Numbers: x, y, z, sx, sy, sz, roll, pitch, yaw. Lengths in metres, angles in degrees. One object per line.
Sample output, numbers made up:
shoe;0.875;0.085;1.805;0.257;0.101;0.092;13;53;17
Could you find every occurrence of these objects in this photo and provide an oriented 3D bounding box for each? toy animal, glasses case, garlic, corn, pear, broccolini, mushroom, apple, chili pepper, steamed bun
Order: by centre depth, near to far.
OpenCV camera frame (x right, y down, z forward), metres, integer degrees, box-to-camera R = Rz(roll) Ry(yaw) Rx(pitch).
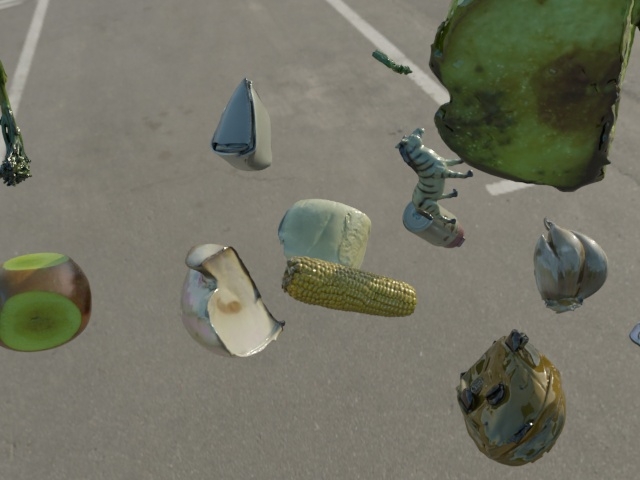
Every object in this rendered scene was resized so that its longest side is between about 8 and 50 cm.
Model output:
pear;0.215;-0.216;0.592;0.164;0.238;0.255;12;57;23
apple;-0.437;0.099;0.978;0.147;0.146;0.163;-7;18;-41
broccolini;-0.533;-0.203;1.063;0.062;0.271;0.123;-14;42;-21
glasses case;-0.135;-0.191;1.121;0.083;0.128;0.308;4;1;0
chili pepper;0.132;-0.326;1.180;0.083;0.022;0.027;34;19;12
mushroom;-0.217;0.138;1.226;0.173;0.236;0.162;-10;33;31
toy animal;0.243;-0.138;1.428;0.176;0.216;0.073;3;34;-8
corn;0.064;0.111;1.433;0.305;0.106;0.106;14;37;-6
garlic;0.731;0.075;1.914;0.238;0.291;0.210;6;-5;-10
steamed bun;0.000;0.000;2.134;0.273;0.272;0.290;-19;55;49

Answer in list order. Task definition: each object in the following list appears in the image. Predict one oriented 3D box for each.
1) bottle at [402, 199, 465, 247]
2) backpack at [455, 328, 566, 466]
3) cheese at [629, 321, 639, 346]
bottle;0.342;-0.042;1.879;0.110;0.233;0.110;-15;66;35
backpack;0.554;0.459;1.873;0.201;0.353;0.378;31;13;-19
cheese;0.499;0.064;0.868;0.064;0.227;0.137;-11;44;-44
